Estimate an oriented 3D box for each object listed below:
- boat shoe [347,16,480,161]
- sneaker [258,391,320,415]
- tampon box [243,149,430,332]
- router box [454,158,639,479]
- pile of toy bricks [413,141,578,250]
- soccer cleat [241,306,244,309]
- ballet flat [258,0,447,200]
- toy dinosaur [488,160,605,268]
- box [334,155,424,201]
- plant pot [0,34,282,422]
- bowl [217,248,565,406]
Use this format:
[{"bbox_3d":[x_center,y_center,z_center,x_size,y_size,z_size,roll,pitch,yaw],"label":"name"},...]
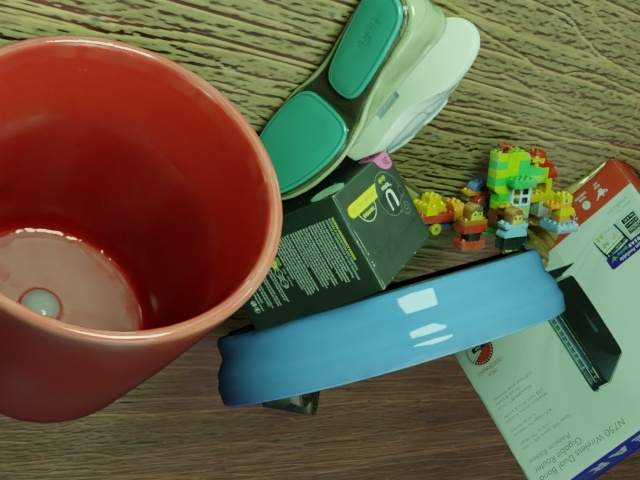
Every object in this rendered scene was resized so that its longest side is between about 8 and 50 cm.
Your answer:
[{"bbox_3d":[0.095,-0.142,1.092,0.063,0.066,0.184,-13,147,-52],"label":"boat shoe"},{"bbox_3d":[-0.050,0.191,1.489,0.086,0.064,0.192,7,170,8],"label":"sneaker"},{"bbox_3d":[0.000,0.000,1.092,0.161,0.101,0.120,-21,-166,35],"label":"tampon box"},{"bbox_3d":[0.348,0.116,1.458,0.335,0.301,0.082,-44,147,24],"label":"router box"},{"bbox_3d":[0.208,-0.060,1.268,0.212,0.118,0.105,-7,111,-31],"label":"pile of toy bricks"},{"bbox_3d":[-0.098,0.021,1.161,0.196,0.068,0.076,25,114,-41],"label":"soccer cleat"},{"bbox_3d":[0.027,-0.130,1.041,0.086,0.086,0.248,5,136,-44],"label":"ballet flat"},{"bbox_3d":[0.273,-0.022,1.404,0.211,0.112,0.064,-57,148,-42],"label":"toy dinosaur"},{"bbox_3d":[0.006,-0.013,1.255,0.201,0.021,0.164,-38,149,15],"label":"box"},{"bbox_3d":[-0.201,0.012,0.911,0.274,0.275,0.243,-8,155,-31],"label":"plant pot"},{"bbox_3d":[0.070,0.091,1.247,0.391,0.077,0.391,-16,178,-1],"label":"bowl"}]
